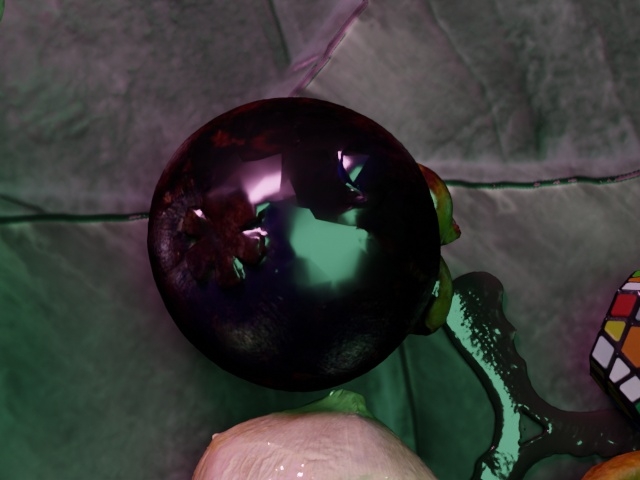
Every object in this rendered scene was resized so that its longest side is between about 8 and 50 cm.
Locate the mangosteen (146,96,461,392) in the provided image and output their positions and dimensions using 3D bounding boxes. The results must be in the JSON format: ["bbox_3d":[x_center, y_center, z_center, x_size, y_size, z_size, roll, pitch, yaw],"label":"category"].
[{"bbox_3d":[0.000,0.000,1.225,0.230,0.194,0.194,-3,82,-52],"label":"mangosteen"}]

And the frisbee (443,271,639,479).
[{"bbox_3d":[0.161,0.127,1.329,0.187,0.012,0.211,2,81,-17],"label":"frisbee"}]

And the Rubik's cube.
[{"bbox_3d":[0.248,0.078,1.305,0.133,0.133,0.112,-12,106,-18],"label":"Rubik's cube"}]

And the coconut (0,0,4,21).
[{"bbox_3d":[-0.347,-0.119,1.082,0.297,0.254,0.297,18,58,-31],"label":"coconut"}]

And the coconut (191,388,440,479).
[{"bbox_3d":[-0.003,0.187,1.188,0.194,0.194,0.194,2,82,-16],"label":"coconut"}]

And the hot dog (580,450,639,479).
[{"bbox_3d":[0.195,0.238,1.282,0.227,0.099,0.160,-36,93,-15],"label":"hot dog"}]
